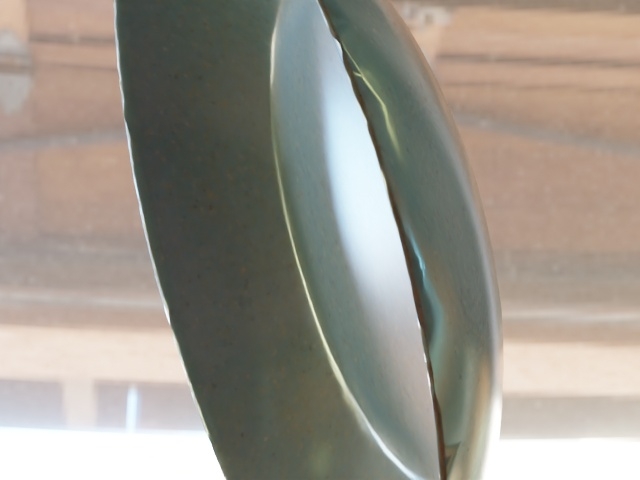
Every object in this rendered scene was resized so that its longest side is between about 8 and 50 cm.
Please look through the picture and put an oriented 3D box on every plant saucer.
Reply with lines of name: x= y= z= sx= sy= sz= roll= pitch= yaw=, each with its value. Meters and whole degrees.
plant saucer: x=0.000 y=0.000 z=0.414 sx=0.037 sy=0.195 sz=0.195 roll=-16 pitch=-17 yaw=-18
